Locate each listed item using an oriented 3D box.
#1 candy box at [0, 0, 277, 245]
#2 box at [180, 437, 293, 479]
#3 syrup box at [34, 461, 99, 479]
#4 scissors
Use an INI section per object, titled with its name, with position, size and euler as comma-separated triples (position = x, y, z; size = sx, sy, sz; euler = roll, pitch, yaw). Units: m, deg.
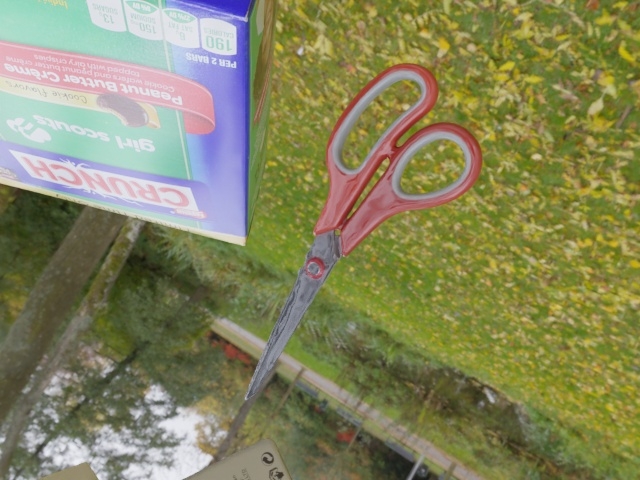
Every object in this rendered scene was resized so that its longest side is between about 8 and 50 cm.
[candy box]
position = -0.176, -0.134, 0.451
size = 0.268, 0.122, 0.317
euler = 13, 157, -2
[box]
position = -0.144, 0.243, 0.376
size = 0.113, 0.275, 0.094
euler = -49, 63, 45
[syrup box]
position = -0.343, 0.452, 0.809
size = 0.237, 0.096, 0.093
euler = 37, -156, 32
[scissors]
position = 0.000, 0.000, 0.437
size = 0.109, 0.297, 0.021
euler = 46, -159, 10
